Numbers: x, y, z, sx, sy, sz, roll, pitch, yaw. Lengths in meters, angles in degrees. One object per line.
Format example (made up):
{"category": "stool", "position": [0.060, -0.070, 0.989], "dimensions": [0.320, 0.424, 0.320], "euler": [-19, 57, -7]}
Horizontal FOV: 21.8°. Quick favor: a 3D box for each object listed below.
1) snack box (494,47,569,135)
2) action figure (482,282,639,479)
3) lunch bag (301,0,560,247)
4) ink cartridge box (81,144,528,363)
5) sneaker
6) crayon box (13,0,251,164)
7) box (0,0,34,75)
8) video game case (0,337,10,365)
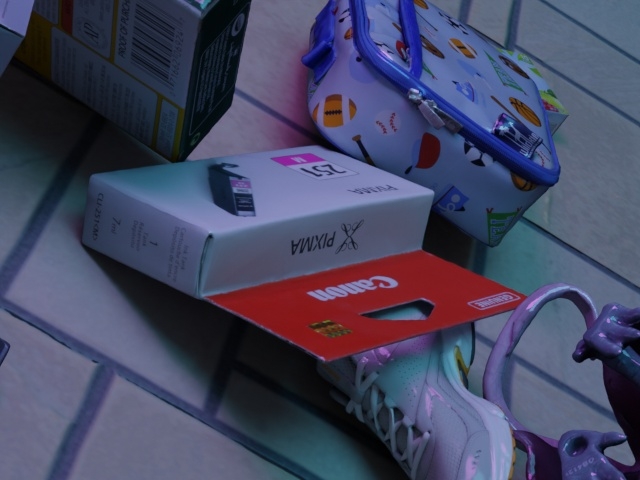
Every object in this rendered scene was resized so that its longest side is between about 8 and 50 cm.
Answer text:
{"category": "snack box", "position": [0.182, -0.163, 1.753], "dimensions": [0.141, 0.037, 0.100], "euler": [7, 41, -39]}
{"category": "action figure", "position": [0.284, 0.234, 1.226], "dimensions": [0.370, 0.248, 0.276], "euler": [43, -11, -29]}
{"category": "lunch bag", "position": [0.094, -0.133, 1.517], "dimensions": [0.243, 0.115, 0.303], "euler": [35, 20, -15]}
{"category": "ink cartridge box", "position": [0.000, 0.000, 1.252], "dimensions": [0.239, 0.060, 0.275], "euler": [23, 21, 34]}
{"category": "sneaker", "position": [0.057, 0.123, 1.214], "dimensions": [0.121, 0.099, 0.262], "euler": [15, 29, -19]}
{"category": "crayon box", "position": [-0.206, -0.218, 1.248], "dimensions": [0.323, 0.203, 0.083], "euler": [33, 61, 8]}
{"category": "box", "position": [-0.246, -0.114, 1.128], "dimensions": [0.038, 0.186, 0.145], "euler": [27, 32, -20]}
{"category": "video game case", "position": [-0.338, 0.069, 0.941], "dimensions": [0.275, 0.035, 0.248], "euler": [31, 31, -9]}
